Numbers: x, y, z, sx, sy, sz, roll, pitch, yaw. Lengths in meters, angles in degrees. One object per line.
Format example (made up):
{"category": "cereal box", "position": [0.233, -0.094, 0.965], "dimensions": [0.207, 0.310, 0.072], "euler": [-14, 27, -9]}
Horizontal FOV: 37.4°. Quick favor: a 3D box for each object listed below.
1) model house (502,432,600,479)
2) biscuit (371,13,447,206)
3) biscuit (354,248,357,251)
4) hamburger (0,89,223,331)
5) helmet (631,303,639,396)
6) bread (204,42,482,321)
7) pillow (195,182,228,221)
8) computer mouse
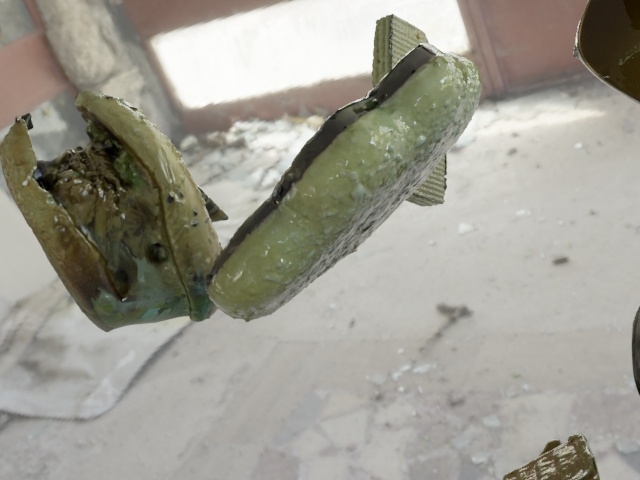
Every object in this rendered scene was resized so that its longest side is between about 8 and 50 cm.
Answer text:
{"category": "model house", "position": [0.324, 0.382, 1.376], "dimensions": [0.173, 0.239, 0.268], "euler": [20, 16, 1]}
{"category": "biscuit", "position": [0.124, -0.182, 1.352], "dimensions": [0.052, 0.252, 0.150], "euler": [-5, -10, 37]}
{"category": "biscuit", "position": [0.001, 0.002, 1.571], "dimensions": [0.141, 0.038, 0.290], "euler": [-26, 13, 8]}
{"category": "hamburger", "position": [-0.204, -0.007, 1.003], "dimensions": [0.168, 0.288, 0.192], "euler": [-32, 53, -15]}
{"category": "helmet", "position": [0.559, 0.174, 1.375], "dimensions": [0.216, 0.189, 0.193], "euler": [-33, 22, -4]}
{"category": "bread", "position": [0.038, -0.051, 0.680], "dimensions": [0.286, 0.056, 0.207], "euler": [-40, -10, -46]}
{"category": "pillow", "position": [-0.309, -0.080, 1.734], "dimensions": [0.208, 0.212, 0.052], "euler": [-10, 50, 27]}
{"category": "computer mouse", "position": [0.444, -0.212, 1.138], "dimensions": [0.158, 0.310, 0.072], "euler": [-66, 22, -2]}
